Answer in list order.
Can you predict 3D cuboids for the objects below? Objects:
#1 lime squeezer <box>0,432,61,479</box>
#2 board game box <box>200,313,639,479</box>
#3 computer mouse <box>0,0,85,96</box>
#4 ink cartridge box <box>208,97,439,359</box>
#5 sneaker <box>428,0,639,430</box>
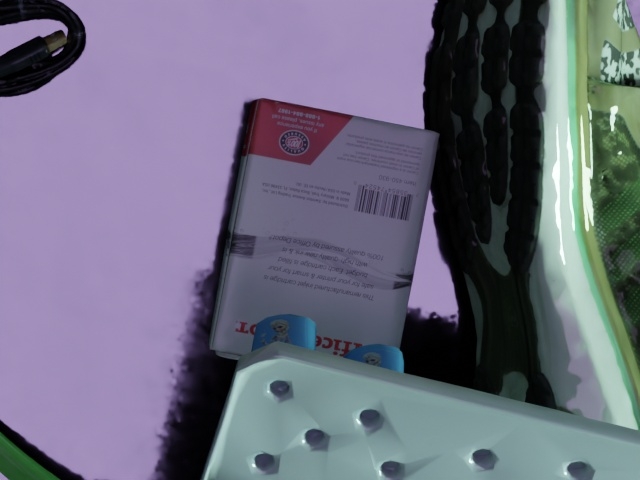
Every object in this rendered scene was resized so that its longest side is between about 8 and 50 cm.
[{"bbox_3d":[-0.134,0.206,1.051,0.110,0.059,0.310,-13,95,-5],"label":"lime squeezer"},{"bbox_3d":[0.105,0.233,0.985,0.390,0.050,0.390,14,123,-6],"label":"board game box"},{"bbox_3d":[-0.229,-0.054,1.033,0.242,0.041,0.071,-35,95,-3],"label":"computer mouse"},{"bbox_3d":[0.000,0.000,1.051,0.099,0.056,0.135,11,92,-6],"label":"ink cartridge box"},{"bbox_3d":[0.170,-0.008,1.041,0.182,0.158,0.410,-9,100,-17],"label":"sneaker"}]
